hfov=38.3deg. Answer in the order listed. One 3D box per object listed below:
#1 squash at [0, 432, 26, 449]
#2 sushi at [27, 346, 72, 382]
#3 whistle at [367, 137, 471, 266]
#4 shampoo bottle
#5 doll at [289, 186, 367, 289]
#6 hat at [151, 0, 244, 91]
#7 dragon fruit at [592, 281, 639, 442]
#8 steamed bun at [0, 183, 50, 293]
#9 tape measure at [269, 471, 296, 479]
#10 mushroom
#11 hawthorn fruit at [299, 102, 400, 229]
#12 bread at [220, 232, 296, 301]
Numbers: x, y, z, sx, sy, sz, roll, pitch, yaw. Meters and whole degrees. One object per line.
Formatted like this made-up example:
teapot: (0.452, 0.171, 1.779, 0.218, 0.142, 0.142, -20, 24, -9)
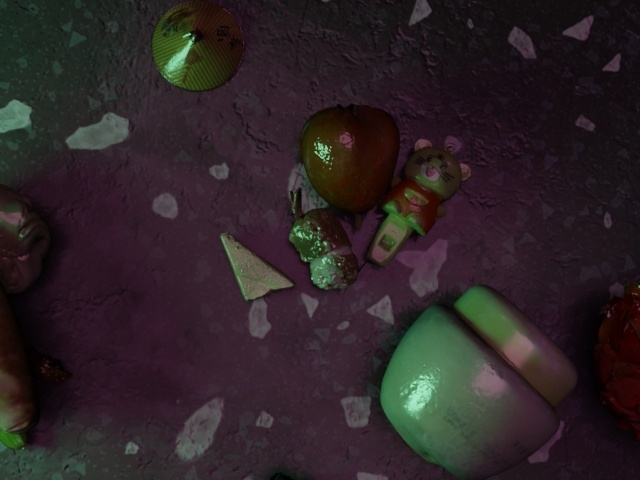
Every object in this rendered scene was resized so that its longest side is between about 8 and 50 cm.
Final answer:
squash: (-0.627, 0.298, 1.778, 0.069, 0.069, 0.239, -29, 87, -5)
sushi: (-0.533, 0.245, 1.799, 0.099, 0.050, 0.047, 40, 77, -10)
whistle: (0.187, -0.076, 1.839, 0.131, 0.106, 0.288, 34, 83, 7)
shampoo bottle: (0.286, 0.268, 1.706, 0.322, 0.322, 0.317, 42, 91, 1)
doll: (-0.004, -0.001, 1.821, 0.115, 0.105, 0.221, -33, 86, -42)
hat: (-0.249, -0.403, 1.858, 0.193, 0.082, 0.193, 0, 84, -4)
dragon fruit: (0.656, 0.244, 1.758, 0.277, 0.277, 0.343, 2, 81, -3)
steamed bun: (-0.620, -0.022, 1.770, 0.218, 0.144, 0.211, 19, 125, -3)
tape measure: (-0.059, 0.565, 1.756, 0.223, 0.135, 0.202, 45, 74, -1)
mushroom: (-0.643, 0.164, 1.661, 0.397, 0.224, 0.314, 29, 81, -3)
hawthorn fruit: (0.061, -0.143, 1.808, 0.199, 0.199, 0.251, -6, 99, -4)
bread: (-0.123, 0.040, 1.824, 0.105, 0.077, 0.152, -22, 89, -1)
